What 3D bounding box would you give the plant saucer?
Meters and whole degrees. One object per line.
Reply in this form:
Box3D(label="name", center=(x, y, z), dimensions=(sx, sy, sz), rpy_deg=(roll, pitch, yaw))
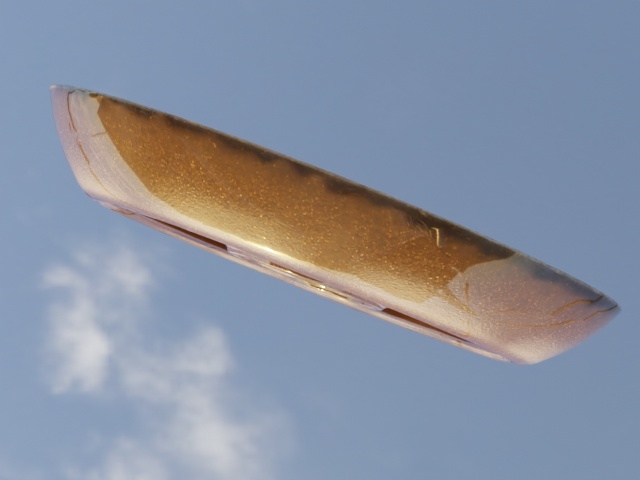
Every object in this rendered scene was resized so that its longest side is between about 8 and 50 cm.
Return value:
Box3D(label="plant saucer", center=(0.000, 0.000, 1.008), dimensions=(0.310, 0.310, 0.050), rpy_deg=(19, -94, 23))
